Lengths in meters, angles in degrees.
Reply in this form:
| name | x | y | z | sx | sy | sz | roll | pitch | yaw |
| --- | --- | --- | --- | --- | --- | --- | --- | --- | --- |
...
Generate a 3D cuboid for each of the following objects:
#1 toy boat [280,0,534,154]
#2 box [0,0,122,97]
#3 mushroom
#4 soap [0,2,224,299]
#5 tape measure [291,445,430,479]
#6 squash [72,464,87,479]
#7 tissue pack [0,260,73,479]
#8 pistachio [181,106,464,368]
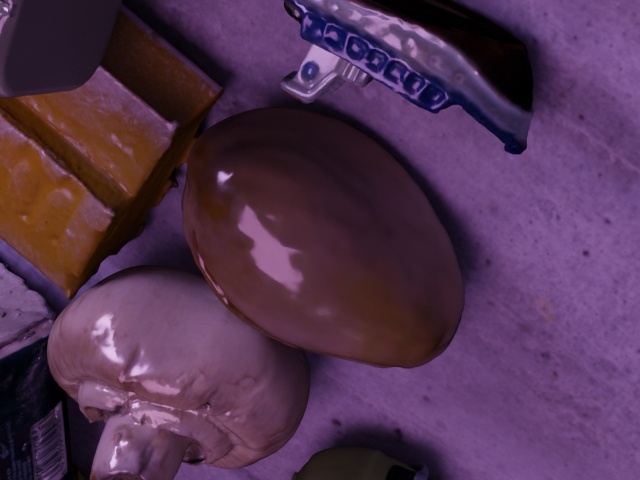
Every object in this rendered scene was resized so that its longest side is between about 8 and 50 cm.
| name | x | y | z | sx | sy | sz | roll | pitch | yaw |
| --- | --- | --- | --- | --- | --- | --- | --- | --- | --- |
| toy boat | 0.056 | -0.146 | 1.213 | 0.262 | 0.114 | 0.115 | 24 | 116 | 7 |
| box | -0.309 | -0.341 | 1.179 | 0.344 | 0.177 | 0.352 | 25 | 107 | 13 |
| mushroom | -0.145 | 0.153 | 1.429 | 0.254 | 0.234 | 0.260 | 38 | 154 | -32 |
| soap | -0.261 | -0.128 | 1.385 | 0.281 | 0.143 | 0.259 | 40 | 128 | 4 |
| tape measure | 0.051 | 0.282 | 1.513 | 0.200 | 0.106 | 0.175 | -6 | 132 | 32 |
| squash | -0.254 | 0.363 | 1.739 | 0.090 | 0.075 | 0.200 | -30 | 104 | 34 |
| tissue pack | -0.419 | 0.236 | 1.588 | 0.253 | 0.264 | 0.416 | 31 | 135 | 37 |
| pistachio | 0.000 | 0.000 | 1.327 | 0.288 | 0.197 | 0.166 | 36 | 174 | -13 |
